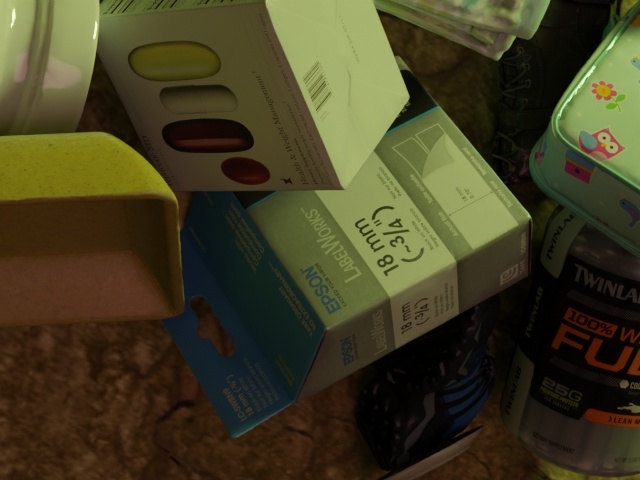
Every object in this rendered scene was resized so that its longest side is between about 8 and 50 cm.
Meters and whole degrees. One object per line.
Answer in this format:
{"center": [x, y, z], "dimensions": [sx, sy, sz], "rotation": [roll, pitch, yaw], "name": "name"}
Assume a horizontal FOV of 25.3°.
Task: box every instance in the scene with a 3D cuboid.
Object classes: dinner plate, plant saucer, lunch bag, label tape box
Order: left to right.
{"center": [-0.286, -0.007, 1.225], "dimensions": [0.332, 0.333, 0.081], "rotation": [-2, 71, -5], "name": "plant saucer"}
{"center": [0.000, 0.000, 1.371], "dimensions": [0.333, 0.241, 0.106], "rotation": [-29, 149, -12], "name": "label tape box"}
{"center": [0.122, 0.244, 1.585], "dimensions": [0.141, 0.141, 0.017], "rotation": [-26, 84, -12], "name": "dinner plate"}
{"center": [0.349, -0.118, 1.417], "dimensions": [0.279, 0.224, 0.108], "rotation": [-48, 164, -31], "name": "lunch bag"}

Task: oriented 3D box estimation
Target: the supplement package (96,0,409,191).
{"center": [-0.063, -0.161, 1.280], "dimensions": [0.149, 0.203, 0.194], "rotation": [-55, 132, -40], "name": "supplement package"}

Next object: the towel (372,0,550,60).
{"center": [0.105, -0.388, 1.302], "dimensions": [0.320, 0.090, 0.375], "rotation": [20, 104, -7], "name": "towel"}

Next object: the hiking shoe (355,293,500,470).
{"center": [0.133, 0.122, 1.522], "dimensions": [0.132, 0.113, 0.304], "rotation": [-16, 149, -30], "name": "hiking shoe"}

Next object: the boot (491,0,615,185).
{"center": [0.206, -0.167, 1.488], "dimensions": [0.263, 0.091, 0.229], "rotation": [-2, 109, -24], "name": "boot"}

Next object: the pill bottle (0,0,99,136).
{"center": [-0.381, -0.176, 1.170], "dimensions": [0.362, 0.210, 0.210], "rotation": [10, 105, -26], "name": "pill bottle"}

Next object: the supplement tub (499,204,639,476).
{"center": [0.320, 0.080, 1.554], "dimensions": [0.193, 0.193, 0.316], "rotation": [0, 115, -23], "name": "supplement tub"}
